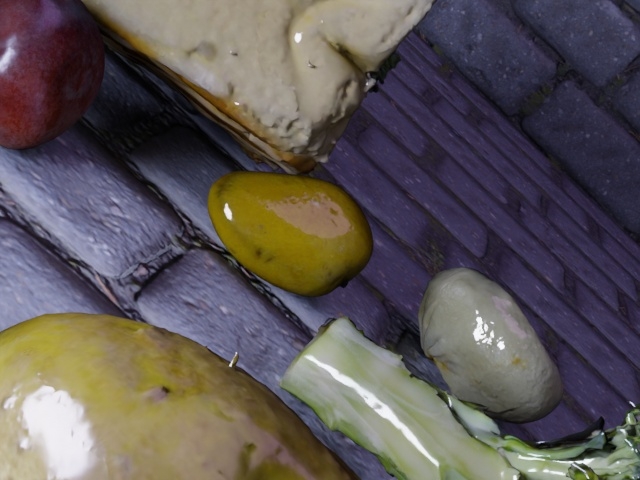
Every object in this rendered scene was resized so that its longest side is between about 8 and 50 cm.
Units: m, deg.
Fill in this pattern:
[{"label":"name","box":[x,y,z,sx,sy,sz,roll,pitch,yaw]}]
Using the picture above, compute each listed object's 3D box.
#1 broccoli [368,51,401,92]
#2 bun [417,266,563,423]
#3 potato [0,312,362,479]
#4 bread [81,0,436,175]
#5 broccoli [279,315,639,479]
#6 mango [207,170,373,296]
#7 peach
[{"label":"broccoli","box":[-0.024,-0.295,1.474,0.235,0.288,0.259,-61,142,-68]},{"label":"bun","box":[0.191,0.138,1.237,0.222,0.128,0.222,52,-8,10]},{"label":"potato","box":[-0.094,0.152,0.556,0.266,0.229,0.229,53,22,11]},{"label":"bread","box":[-0.110,-0.289,1.154,0.390,0.279,0.371,35,-1,-18]},{"label":"broccoli","box":[0.107,0.220,0.887,0.362,0.251,0.221,15,3,27]},{"label":"mango","box":[-0.035,-0.014,1.109,0.195,0.098,0.137,26,56,-14]},{"label":"peach","box":[-0.275,-0.172,0.926,0.152,0.152,0.152,37,22,-18]}]
